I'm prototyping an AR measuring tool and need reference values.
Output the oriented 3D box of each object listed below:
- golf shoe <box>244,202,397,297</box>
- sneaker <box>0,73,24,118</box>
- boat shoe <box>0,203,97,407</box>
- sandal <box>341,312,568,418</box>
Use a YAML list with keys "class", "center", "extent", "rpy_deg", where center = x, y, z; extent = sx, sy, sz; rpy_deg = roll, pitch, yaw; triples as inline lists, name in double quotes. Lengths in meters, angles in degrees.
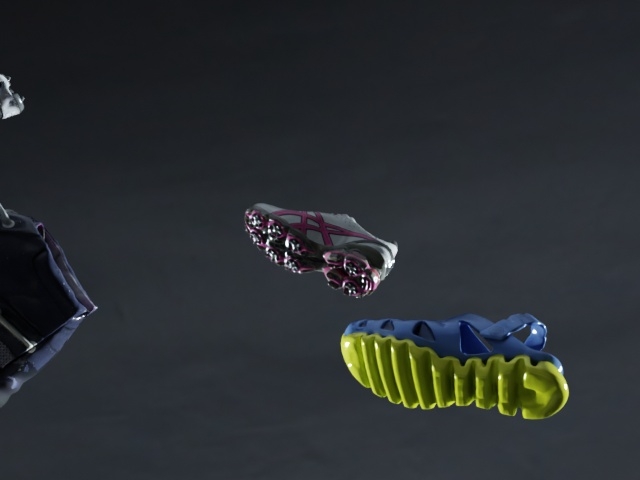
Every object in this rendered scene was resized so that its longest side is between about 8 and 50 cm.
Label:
- class: "golf shoe"
  center: [0.000, 0.000, 1.855]
  extent: [0.186, 0.086, 0.067]
  rpy_deg: [26, 136, 18]
- class: "sneaker"
  center: [-0.405, -0.195, 1.581]
  extent: [0.106, 0.234, 0.078]
  rpy_deg: [-40, -169, -17]
- class: "boat shoe"
  center: [-0.371, -0.007, 1.630]
  extent: [0.158, 0.340, 0.127]
  rpy_deg: [-36, 177, 3]
- class: "sandal"
  center: [0.187, 0.155, 2.186]
  extent: [0.317, 0.138, 0.126]
  rpy_deg: [10, 135, 9]
